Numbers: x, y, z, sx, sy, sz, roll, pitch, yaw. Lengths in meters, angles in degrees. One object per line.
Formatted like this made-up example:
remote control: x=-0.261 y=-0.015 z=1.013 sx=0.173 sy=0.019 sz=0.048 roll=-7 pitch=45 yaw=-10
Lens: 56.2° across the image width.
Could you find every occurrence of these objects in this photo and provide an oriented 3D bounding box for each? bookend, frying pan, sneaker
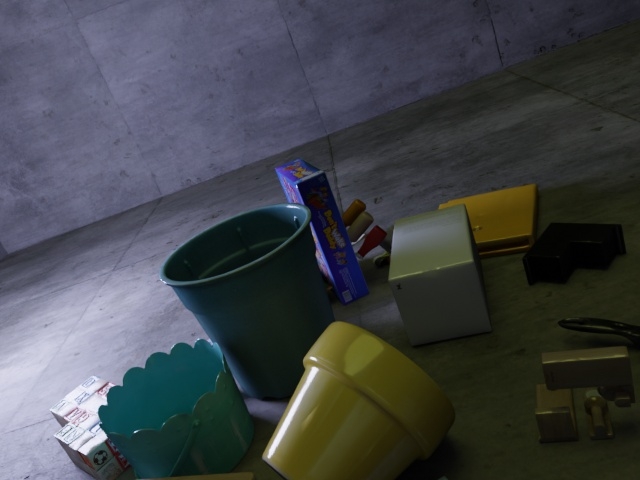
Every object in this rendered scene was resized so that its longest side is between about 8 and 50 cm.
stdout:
bookend: x=0.548 y=0.031 z=1.295 sx=0.157 sy=0.072 sz=0.156 roll=3 pitch=33 yaw=45
frying pan: x=0.571 y=0.172 z=0.974 sx=0.326 sy=0.053 sz=0.197 roll=-15 pitch=22 yaw=21
sneaker: x=0.187 y=0.049 z=1.659 sx=0.083 sy=0.031 sz=0.035 roll=-31 pitch=36 yaw=-11

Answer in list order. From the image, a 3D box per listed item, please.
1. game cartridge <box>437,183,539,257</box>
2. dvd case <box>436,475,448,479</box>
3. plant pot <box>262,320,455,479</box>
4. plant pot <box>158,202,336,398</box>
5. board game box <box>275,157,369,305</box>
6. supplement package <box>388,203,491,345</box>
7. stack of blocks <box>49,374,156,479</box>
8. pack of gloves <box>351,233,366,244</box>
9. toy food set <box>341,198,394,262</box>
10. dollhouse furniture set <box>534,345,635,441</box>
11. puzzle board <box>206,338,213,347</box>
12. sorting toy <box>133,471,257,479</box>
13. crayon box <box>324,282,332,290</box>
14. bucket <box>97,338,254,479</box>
game cartridge: x=0.439 y=-0.046 z=1.622 sx=0.285 sy=0.052 sz=0.323 roll=-10 pitch=22 yaw=27
dvd case: x=0.156 y=0.403 z=0.874 sx=0.119 sy=0.013 sz=0.087 roll=-27 pitch=22 yaw=-11
plant pot: x=0.043 y=0.298 z=0.947 sx=0.239 sy=0.254 sz=0.254 roll=-49 pitch=30 yaw=-19
plant pot: x=-0.121 y=0.140 z=1.317 sx=0.341 sy=0.334 sz=0.341 roll=-20 pitch=22 yaw=8
board game box: x=0.002 y=-0.029 z=1.579 sx=0.078 sy=0.347 sz=0.233 roll=-25 pitch=22 yaw=-9
supplement package: x=0.264 y=0.069 z=1.334 sx=0.178 sy=0.175 sz=0.293 roll=-14 pitch=23 yaw=17
stack of blocks: x=-0.500 y=0.417 z=1.356 sx=0.297 sy=0.087 sz=0.171 roll=2 pitch=32 yaw=46
pack of gloves: x=0.000 y=0.000 z=1.923 sx=0.195 sy=0.046 sz=0.232 roll=-34 pitch=25 yaw=-26
toy food set: x=0.147 y=0.007 z=1.587 sx=0.104 sy=0.232 sz=0.111 roll=-51 pitch=0 yaw=21
dollhouse furniture set: x=0.396 y=0.206 z=0.922 sx=0.144 sy=0.151 sz=0.123 roll=-10 pitch=24 yaw=22
puzzle board: x=-0.312 y=0.299 z=1.562 sx=0.128 sy=0.011 sz=0.096 roll=-36 pitch=26 yaw=-34
sorting toy: x=-0.239 y=0.495 z=0.926 sx=0.257 sy=0.089 sz=0.255 roll=-13 pitch=23 yaw=23
crayon box: x=-0.146 y=0.154 z=1.609 sx=0.319 sy=0.081 sz=0.202 roll=-27 pitch=11 yaw=-13
bucket: x=-0.275 y=0.348 z=1.180 sx=0.281 sy=0.183 sz=0.281 roll=-19 pitch=21 yaw=8
